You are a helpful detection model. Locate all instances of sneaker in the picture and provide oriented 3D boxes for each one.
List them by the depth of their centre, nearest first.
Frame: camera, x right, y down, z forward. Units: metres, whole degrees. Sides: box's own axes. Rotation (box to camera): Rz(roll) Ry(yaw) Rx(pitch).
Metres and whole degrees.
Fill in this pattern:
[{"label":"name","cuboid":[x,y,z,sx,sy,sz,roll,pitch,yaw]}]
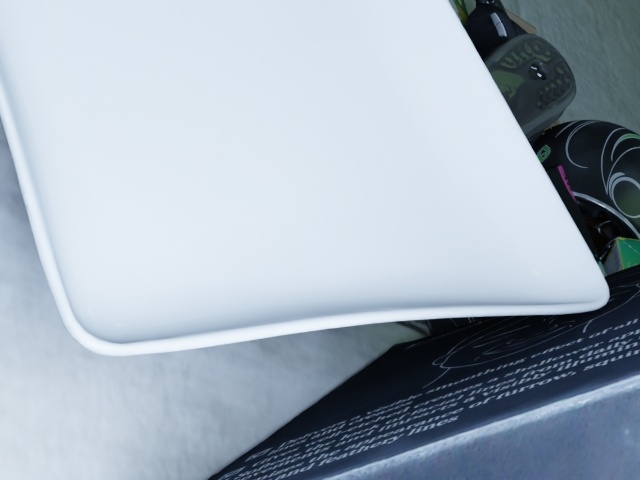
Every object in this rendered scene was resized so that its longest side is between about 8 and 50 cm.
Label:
[{"label":"sneaker","cuboid":[0.075,-0.059,1.004,0.087,0.130,0.227,51,49,6]}]

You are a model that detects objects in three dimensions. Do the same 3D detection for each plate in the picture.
[{"label":"plate","cuboid":[-0.032,-0.067,0.642,0.278,0.045,0.277,-3,55,-37]}]

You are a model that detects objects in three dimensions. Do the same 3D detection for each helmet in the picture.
[{"label":"helmet","cuboid":[0.237,-0.024,1.244,0.169,0.169,0.161,60,34,-19]}]

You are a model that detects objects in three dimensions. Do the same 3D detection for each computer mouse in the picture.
[{"label":"computer mouse","cuboid":[0.151,-0.189,1.220,0.184,0.060,0.262,62,19,-20]}]

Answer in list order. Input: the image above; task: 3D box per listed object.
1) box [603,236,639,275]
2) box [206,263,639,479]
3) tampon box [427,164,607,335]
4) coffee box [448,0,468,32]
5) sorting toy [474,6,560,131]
[{"label":"box","cuboid":[0.238,0.096,1.164,0.179,0.043,0.105,107,-13,-46]},{"label":"box","cuboid":[0.138,0.140,0.668,0.212,0.294,0.395,68,22,0]},{"label":"tampon box","cuboid":[0.141,0.021,1.050,0.120,0.101,0.161,68,21,0]},{"label":"coffee box","cuboid":[0.104,-0.164,1.226,0.113,0.040,0.184,34,39,-57]},{"label":"sorting toy","cuboid":[0.209,-0.129,1.455,0.193,0.038,0.208,4,70,-66]}]
